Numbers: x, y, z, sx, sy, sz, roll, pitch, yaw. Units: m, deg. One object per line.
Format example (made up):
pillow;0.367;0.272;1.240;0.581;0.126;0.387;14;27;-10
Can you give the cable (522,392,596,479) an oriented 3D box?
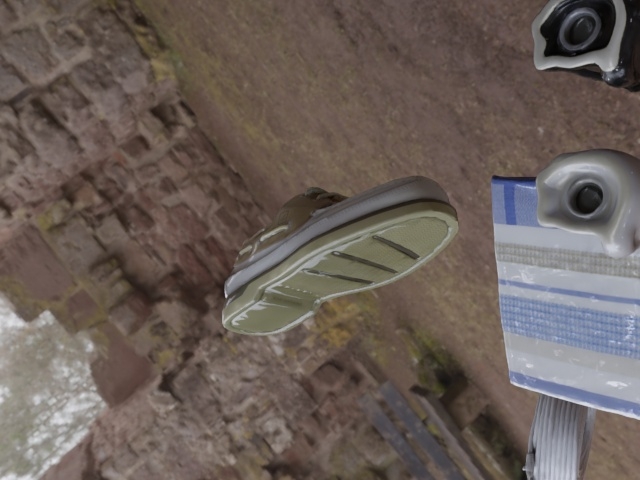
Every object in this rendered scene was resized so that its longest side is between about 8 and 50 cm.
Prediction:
cable;0.464;0.350;1.340;0.089;0.257;0.257;8;177;29

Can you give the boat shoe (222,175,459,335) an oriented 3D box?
boat shoe;0.000;0.000;0.696;0.113;0.103;0.302;21;144;-37

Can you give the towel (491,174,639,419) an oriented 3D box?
towel;0.301;0.062;0.831;0.209;0.034;0.285;5;109;48

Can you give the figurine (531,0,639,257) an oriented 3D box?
figurine;0.283;-0.090;0.601;0.092;0.209;0.215;-5;84;55
